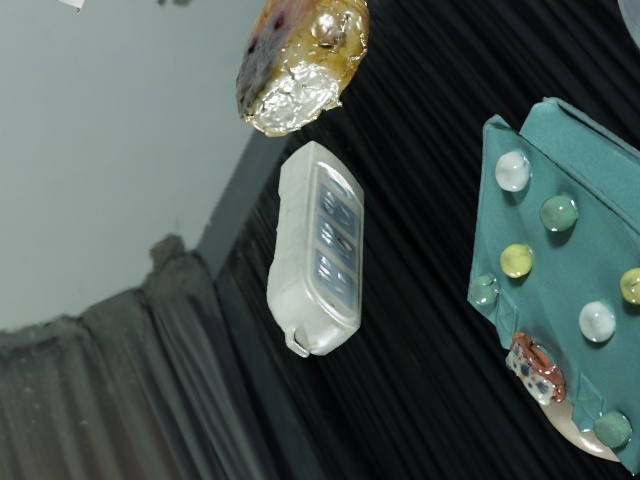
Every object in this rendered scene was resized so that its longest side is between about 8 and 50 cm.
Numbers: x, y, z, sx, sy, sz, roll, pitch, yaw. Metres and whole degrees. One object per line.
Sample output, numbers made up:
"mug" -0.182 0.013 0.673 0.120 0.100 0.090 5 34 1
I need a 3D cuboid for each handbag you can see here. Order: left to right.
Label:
"handbag" 0.230 0.042 0.891 0.100 0.268 0.274 -21 137 -24

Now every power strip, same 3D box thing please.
"power strip" -0.002 0.002 0.861 0.080 0.286 0.048 41 115 -18

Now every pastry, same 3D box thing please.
"pastry" -0.025 -0.232 1.220 0.100 0.229 0.218 29 75 -30

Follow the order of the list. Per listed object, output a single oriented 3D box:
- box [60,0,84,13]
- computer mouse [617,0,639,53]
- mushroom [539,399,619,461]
"box" -0.210 -0.312 0.935 0.033 0.129 0.247 15 167 -19
"computer mouse" 0.418 -0.219 1.092 0.188 0.371 0.122 33 117 -29
"mushroom" 0.335 0.128 1.087 0.227 0.226 0.178 -28 166 -4
